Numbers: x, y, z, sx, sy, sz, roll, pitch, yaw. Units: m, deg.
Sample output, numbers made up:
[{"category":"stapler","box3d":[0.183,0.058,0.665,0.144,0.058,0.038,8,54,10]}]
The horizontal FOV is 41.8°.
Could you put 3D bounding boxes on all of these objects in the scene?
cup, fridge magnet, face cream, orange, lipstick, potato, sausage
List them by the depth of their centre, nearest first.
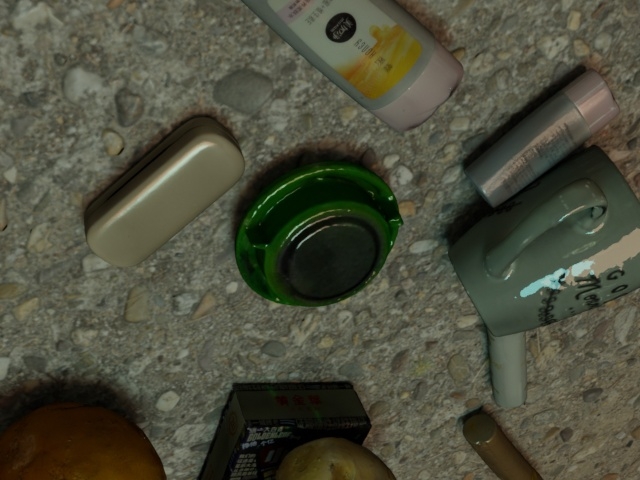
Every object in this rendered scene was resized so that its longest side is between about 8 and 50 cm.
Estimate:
[{"category":"face cream","box3d":[0.033,-0.213,0.854,0.107,0.073,0.269,-40,133,21]},{"category":"fridge magnet","box3d":[0.000,0.000,1.000,0.207,0.088,0.208,-12,131,-14]},{"category":"orange","box3d":[-0.310,0.323,1.039,0.239,0.240,0.240,-12,131,-14]},{"category":"face cream","box3d":[0.274,-0.125,1.041,0.198,0.057,0.084,-39,133,7]},{"category":"cup","box3d":[0.284,0.004,1.046,0.234,0.186,0.258,-29,157,9]},{"category":"potato","box3d":[0.024,0.366,1.171,0.150,0.146,0.234,-14,141,29]},{"category":"lipstick","box3d":[0.283,0.157,1.271,0.059,0.059,0.264,-20,132,-7]},{"category":"sausage","box3d":[0.329,0.389,1.476,0.065,0.066,0.301,-34,132,5]}]

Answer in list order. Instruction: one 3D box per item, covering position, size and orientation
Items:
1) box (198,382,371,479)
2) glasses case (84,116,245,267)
[{"category":"box","box3d":[-0.072,0.351,1.259,0.198,0.084,0.310,5,125,-26]},{"category":"glasses case","box3d":[-0.171,-0.051,0.912,0.196,0.050,0.083,-38,130,9]}]
